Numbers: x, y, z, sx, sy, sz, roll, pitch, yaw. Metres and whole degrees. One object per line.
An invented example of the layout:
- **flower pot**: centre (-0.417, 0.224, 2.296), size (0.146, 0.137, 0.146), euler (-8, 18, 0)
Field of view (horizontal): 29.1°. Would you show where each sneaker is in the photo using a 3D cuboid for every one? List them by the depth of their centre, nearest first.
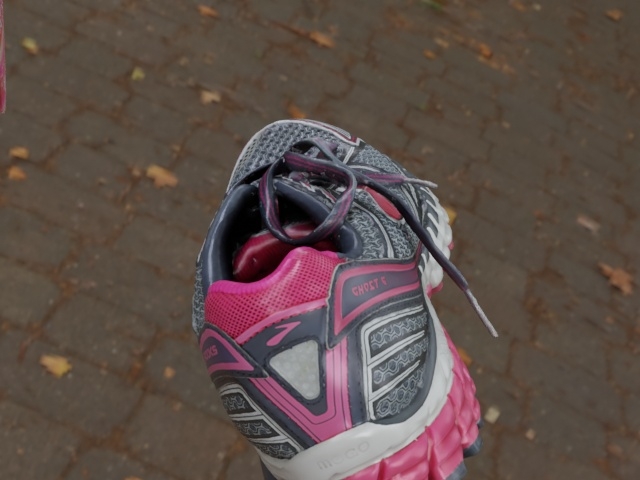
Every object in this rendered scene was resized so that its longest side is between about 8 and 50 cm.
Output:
- **sneaker**: centre (0.000, 0.000, 0.564), size (0.112, 0.120, 0.299), euler (62, 4, -24)

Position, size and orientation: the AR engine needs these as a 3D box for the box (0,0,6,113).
- **box**: centre (-0.227, -0.197, 0.614), size (0.122, 0.128, 0.257), euler (-5, 65, -14)
